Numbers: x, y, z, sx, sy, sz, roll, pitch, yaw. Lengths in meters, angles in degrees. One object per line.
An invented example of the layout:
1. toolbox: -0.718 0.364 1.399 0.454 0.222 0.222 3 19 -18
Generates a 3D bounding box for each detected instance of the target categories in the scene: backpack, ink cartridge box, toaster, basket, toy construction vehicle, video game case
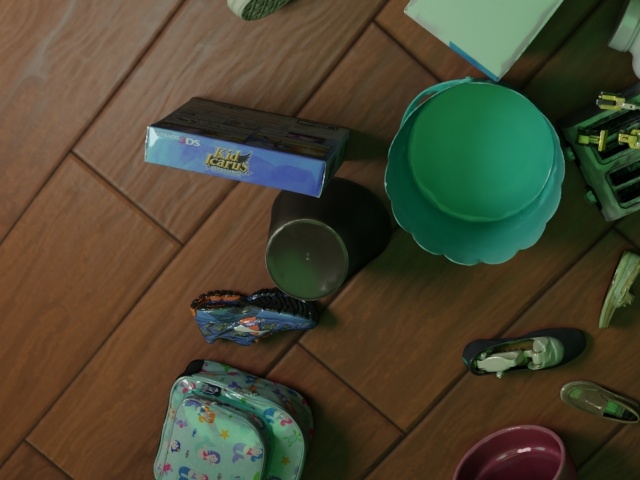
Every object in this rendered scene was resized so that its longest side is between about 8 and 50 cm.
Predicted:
1. backpack: -0.143 0.338 2.027 0.253 0.191 0.225 15 107 0
2. ink cartridge box: 0.245 -0.360 1.730 0.171 0.233 0.168 36 110 -2
3. toaster: 0.470 -0.137 1.817 0.185 0.110 0.168 -25 101 15
4. basket: 0.000 0.000 1.877 0.204 0.227 0.154 12 107 6
5. toy construction vehicle: 0.426 -0.169 1.739 0.098 0.035 0.086 11 107 7
6. video game case: -0.105 -0.147 1.845 0.269 0.244 0.061 12 107 7

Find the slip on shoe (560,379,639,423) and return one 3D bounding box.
1. slip on shoe: 0.461 0.269 1.968 0.135 0.041 0.051 21 108 4

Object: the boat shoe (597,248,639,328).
1. boat shoe: 0.479 0.083 1.909 0.045 0.050 0.135 20 108 10

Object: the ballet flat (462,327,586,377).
1. ballet flat: 0.332 0.188 1.954 0.203 0.074 0.074 -8 104 12

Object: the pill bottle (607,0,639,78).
1. pill bottle: 0.558 -0.275 1.744 0.264 0.146 0.146 24 108 3

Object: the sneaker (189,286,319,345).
1. sneaker: -0.107 0.133 2.021 0.221 0.083 0.087 1 119 15

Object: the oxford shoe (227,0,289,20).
1. oxford shoe: 0.012 -0.512 1.776 0.449 0.169 0.130 -38 76 18

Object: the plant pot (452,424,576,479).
1. plant pot: 0.341 0.435 1.968 0.201 0.201 0.180 -23 116 15

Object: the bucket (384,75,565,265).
1. bucket: 0.237 -0.117 1.826 0.281 0.183 0.281 3 105 9
